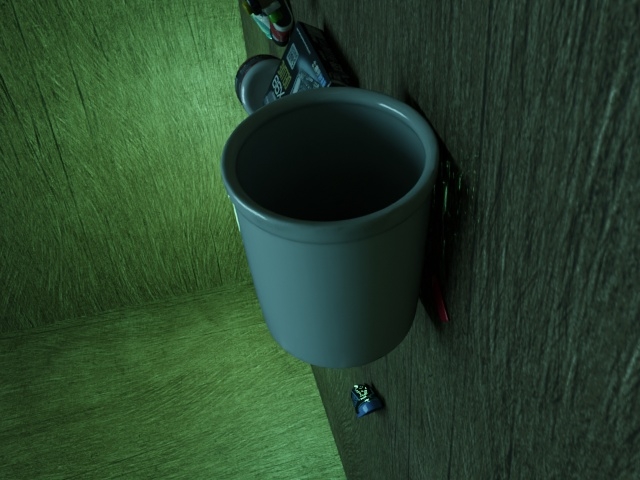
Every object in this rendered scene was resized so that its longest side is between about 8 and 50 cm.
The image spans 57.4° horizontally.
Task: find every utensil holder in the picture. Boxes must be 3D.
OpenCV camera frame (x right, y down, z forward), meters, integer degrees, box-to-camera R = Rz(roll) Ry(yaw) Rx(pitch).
[{"bbox_3d":[0.022,-0.009,1.006,0.386,0.327,0.328,86,168,-48],"label":"utensil holder"}]

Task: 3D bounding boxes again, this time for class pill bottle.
[{"bbox_3d":[-0.183,-0.521,1.990,0.363,0.210,0.210,-122,22,-65],"label":"pill bottle"}]

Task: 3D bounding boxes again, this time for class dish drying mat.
[{"bbox_3d":[0.205,0.099,1.010,0.032,0.008,0.083,127,130,-77],"label":"dish drying mat"}]

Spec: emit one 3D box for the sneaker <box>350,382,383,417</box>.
[{"bbox_3d":[0.130,0.477,1.763,0.232,0.081,0.091,102,147,-72],"label":"sneaker"}]

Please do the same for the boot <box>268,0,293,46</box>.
[{"bbox_3d":[-0.154,-0.765,1.900,0.176,0.088,0.245,147,108,-82],"label":"boot"}]

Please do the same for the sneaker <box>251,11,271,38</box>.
[{"bbox_3d":[-0.210,-0.817,2.144,0.275,0.106,0.110,-112,4,-50],"label":"sneaker"}]

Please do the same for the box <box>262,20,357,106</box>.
[{"bbox_3d":[-0.037,-0.342,1.402,0.242,0.076,0.308,-58,35,34],"label":"box"}]

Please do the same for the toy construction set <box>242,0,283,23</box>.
[{"bbox_3d":[-0.098,-0.672,1.415,0.308,0.257,0.237,13,136,56],"label":"toy construction set"}]
